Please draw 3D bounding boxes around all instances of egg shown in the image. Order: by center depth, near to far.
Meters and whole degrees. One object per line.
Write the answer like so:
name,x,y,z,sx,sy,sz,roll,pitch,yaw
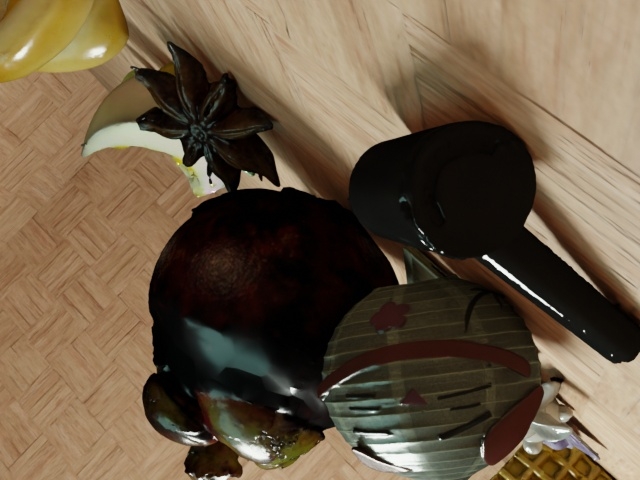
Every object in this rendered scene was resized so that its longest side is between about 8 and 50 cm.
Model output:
egg,-0.283,-0.214,1.551,0.270,0.162,0.206,13,149,-20

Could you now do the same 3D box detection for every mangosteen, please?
mangosteen,-0.071,0.130,1.228,0.380,0.422,0.381,14,-156,-7

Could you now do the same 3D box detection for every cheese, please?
cheese,0.349,0.282,1.288,0.105,0.042,0.191,43,174,-5

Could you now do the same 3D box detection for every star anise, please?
star anise,-0.149,-0.181,1.230,0.271,0.102,0.272,23,144,18

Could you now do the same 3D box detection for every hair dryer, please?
hair dryer,0.139,0.014,0.635,0.251,0.089,0.197,39,175,-11

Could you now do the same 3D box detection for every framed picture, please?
framed picture,0.198,0.103,1.172,0.216,0.016,0.273,42,175,13

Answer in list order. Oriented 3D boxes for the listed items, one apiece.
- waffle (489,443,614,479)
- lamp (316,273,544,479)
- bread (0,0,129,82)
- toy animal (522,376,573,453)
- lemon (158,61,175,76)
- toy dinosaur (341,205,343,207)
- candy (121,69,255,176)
waffle,0.394,0.421,1.383,0.211,0.160,0.055,42,174,24
lamp,0.124,0.156,0.948,0.233,0.265,0.233,34,-133,-47
bread,-0.460,-0.416,1.186,0.424,0.329,0.245,42,-145,16
toy animal,0.270,0.209,1.119,0.181,0.127,0.131,29,-132,-61
lemon,-0.216,-0.232,1.319,0.110,0.082,0.082,38,172,47
toy dinosaur,0.050,0.005,1.353,0.080,0.045,0.197,29,157,38
candy,-0.271,-0.236,1.788,0.335,0.092,0.093,37,164,-16
